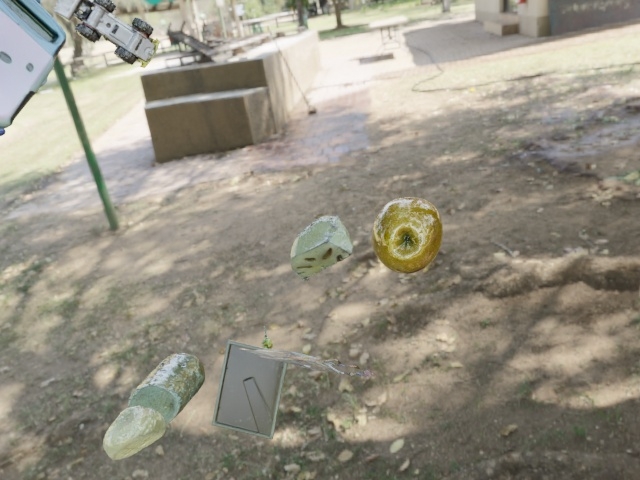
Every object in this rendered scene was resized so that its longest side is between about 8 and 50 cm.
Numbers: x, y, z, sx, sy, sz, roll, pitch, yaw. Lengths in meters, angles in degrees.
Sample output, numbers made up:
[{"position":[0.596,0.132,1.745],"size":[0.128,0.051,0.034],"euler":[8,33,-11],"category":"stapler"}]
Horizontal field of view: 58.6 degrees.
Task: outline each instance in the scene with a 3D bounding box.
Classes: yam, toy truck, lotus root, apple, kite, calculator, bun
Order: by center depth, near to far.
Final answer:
[{"position":[-0.004,0.187,0.870],"size":[0.141,0.015,0.245],"euler":[11,-8,37],"category":"kite"},{"position":[-0.557,-0.328,0.989],"size":[0.051,0.173,0.293],"euler":[-11,51,36],"category":"calculator"},{"position":[-0.338,0.339,1.022],"size":[0.115,0.115,0.069],"euler":[-22,65,-30],"category":"bun"},{"position":[-0.323,0.315,1.208],"size":[0.107,0.108,0.194],"euler":[-6,7,7],"category":"yam"},{"position":[-0.004,-0.001,1.218],"size":[0.143,0.070,0.144],"euler":[-35,29,26],"category":"lotus root"},{"position":[0.206,-0.011,1.358],"size":[0.182,0.183,0.155],"euler":[-2,8,15],"category":"apple"},{"position":[-0.609,-0.616,1.647],"size":[0.285,0.136,0.111],"euler":[31,1,-28],"category":"toy truck"}]

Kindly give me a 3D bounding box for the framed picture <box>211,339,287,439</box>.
[{"position":[-0.197,0.417,1.599],"size":[0.183,0.250,0.016],"euler":[10,4,7],"category":"framed picture"}]

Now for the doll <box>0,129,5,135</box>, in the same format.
[{"position":[-0.880,-0.372,1.415],"size":[0.375,0.187,0.365],"euler":[-15,-5,-7],"category":"doll"}]

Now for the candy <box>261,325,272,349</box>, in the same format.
[{"position":[-0.180,0.317,1.876],"size":[0.035,0.035,0.123],"euler":[-24,29,1],"category":"candy"}]
